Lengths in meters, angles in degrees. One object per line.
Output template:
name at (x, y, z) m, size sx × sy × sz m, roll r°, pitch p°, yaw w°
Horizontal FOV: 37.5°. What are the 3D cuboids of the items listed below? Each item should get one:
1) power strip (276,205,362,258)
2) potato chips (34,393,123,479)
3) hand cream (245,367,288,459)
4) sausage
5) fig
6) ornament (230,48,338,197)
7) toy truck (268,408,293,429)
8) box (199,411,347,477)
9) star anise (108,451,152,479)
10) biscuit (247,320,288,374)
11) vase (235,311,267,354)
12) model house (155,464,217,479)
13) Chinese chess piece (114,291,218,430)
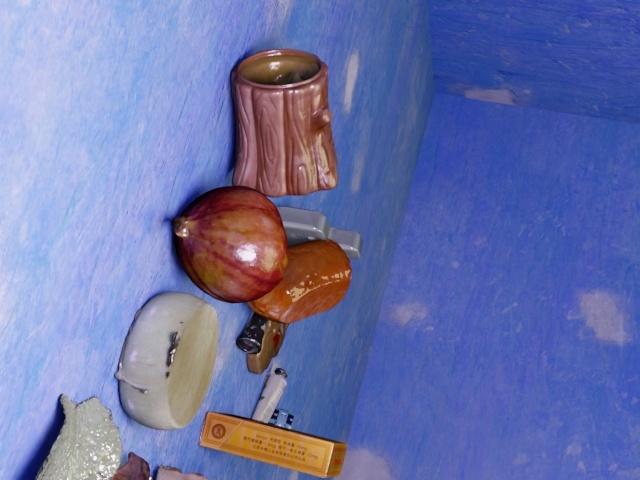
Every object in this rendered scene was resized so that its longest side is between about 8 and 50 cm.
power strip at (0.000, 0.001, 2.198) m, size 0.265 × 0.194 × 0.059 m, roll 65°, pitch 36°, yaw -67°
potato chips at (-0.346, 0.295, 1.293) m, size 0.228 × 0.059 × 0.167 m, roll 27°, pitch 68°, yaw -71°
hand cream at (-0.138, 0.417, 2.298) m, size 0.080 × 0.050 × 0.234 m, roll 84°, pitch 26°, yaw -53°
sausage at (-0.048, 0.088, 2.037) m, size 0.268 × 0.141 × 0.153 m, roll -20°, pitch 141°, yaw -43°
fig at (-0.178, -0.005, 1.573) m, size 0.250 × 0.186 × 0.203 m, roll 20°, pitch 54°, yaw -36°
ornament at (-0.066, -0.218, 1.734) m, size 0.235 × 0.221 × 0.217 m, roll -33°, pitch 135°, yaw -35°
toy truck at (-0.116, 0.501, 2.427) m, size 0.074 × 0.063 × 0.136 m, roll 119°, pitch -8°, yaw -66°
box at (-0.095, 0.425, 1.968) m, size 0.174 × 0.274 × 0.076 m, roll 52°, pitch 51°, yaw -73°
star anise at (-0.315, 0.449, 1.463) m, size 0.214 × 0.099 × 0.219 m, roll -63°, pitch 162°, yaw -77°
biscuit at (-0.103, 0.188, 2.256) m, size 0.320 × 0.047 × 0.183 m, roll -52°, pitch 153°, yaw -65°
vase at (-0.131, 0.167, 2.078) m, size 0.059 × 0.059 × 0.167 m, roll 85°, pitch 20°, yaw -49°
model house at (-0.109, 0.666, 1.753) m, size 0.395 × 0.446 × 0.399 m, roll 72°, pitch 30°, yaw -69°
Chinese chess piece at (-0.246, 0.194, 1.548) m, size 0.238 × 0.092 × 0.237 m, roll 12°, pitch 90°, yaw -77°
